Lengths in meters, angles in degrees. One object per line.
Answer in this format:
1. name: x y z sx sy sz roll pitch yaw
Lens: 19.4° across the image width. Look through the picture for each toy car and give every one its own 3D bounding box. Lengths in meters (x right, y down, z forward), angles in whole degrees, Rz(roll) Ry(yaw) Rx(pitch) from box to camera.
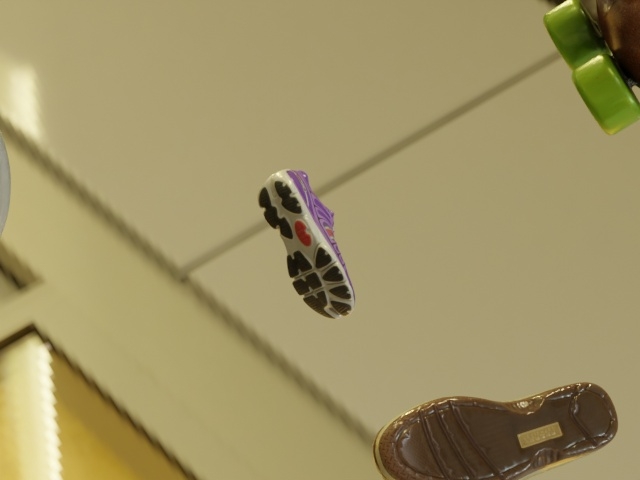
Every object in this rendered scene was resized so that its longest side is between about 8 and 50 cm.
1. toy car: 0.198 -0.194 1.211 0.188 0.155 0.149 49 15 -34

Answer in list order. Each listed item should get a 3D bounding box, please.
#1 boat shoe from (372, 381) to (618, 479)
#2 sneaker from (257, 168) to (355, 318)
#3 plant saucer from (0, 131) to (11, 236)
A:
1. boat shoe: 0.155 0.196 1.756 0.095 0.257 0.095 -37 -119 58
2. sneaker: 0.000 0.000 1.984 0.068 0.071 0.170 -20 -86 39
3. plant saucer: -0.468 -0.070 1.591 0.100 0.400 0.400 -103 -168 -45
